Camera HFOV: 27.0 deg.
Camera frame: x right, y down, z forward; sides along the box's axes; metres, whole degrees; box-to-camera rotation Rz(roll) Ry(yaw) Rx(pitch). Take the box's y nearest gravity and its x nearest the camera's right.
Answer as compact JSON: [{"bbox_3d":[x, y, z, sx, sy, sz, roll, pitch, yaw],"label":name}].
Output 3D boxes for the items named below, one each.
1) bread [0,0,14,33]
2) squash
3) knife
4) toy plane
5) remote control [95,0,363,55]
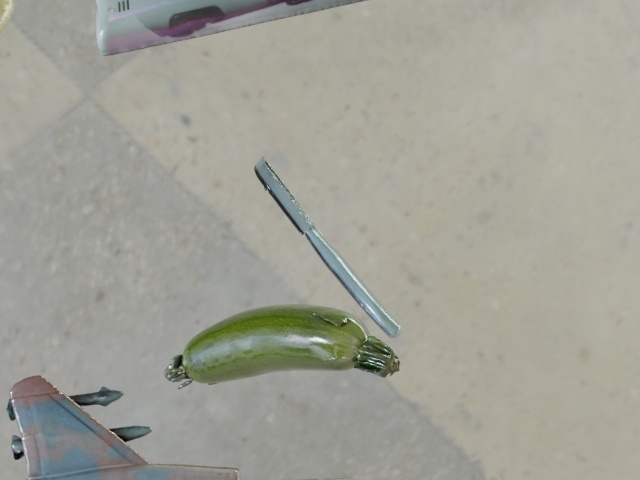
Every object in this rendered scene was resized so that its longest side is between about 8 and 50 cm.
[{"bbox_3d":[-0.572,-0.222,1.451,0.371,0.390,0.279,28,66,-27],"label":"bread"},{"bbox_3d":[-0.047,0.107,1.379,0.071,0.318,0.080,-13,94,-48],"label":"squash"},{"bbox_3d":[-0.001,0.000,0.991,0.028,0.015,0.210,20,25,-50],"label":"knife"},{"bbox_3d":[-0.128,0.203,0.998,0.326,0.104,0.223,-6,83,-8],"label":"toy plane"},{"bbox_3d":[-0.032,-0.135,0.667,0.166,0.029,0.065,-12,41,1],"label":"remote control"}]
